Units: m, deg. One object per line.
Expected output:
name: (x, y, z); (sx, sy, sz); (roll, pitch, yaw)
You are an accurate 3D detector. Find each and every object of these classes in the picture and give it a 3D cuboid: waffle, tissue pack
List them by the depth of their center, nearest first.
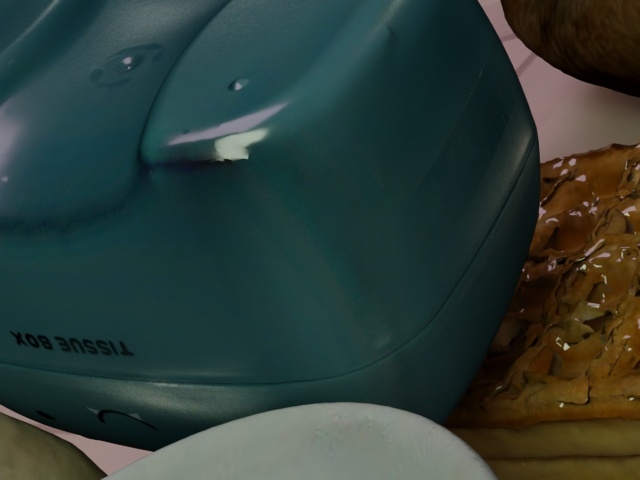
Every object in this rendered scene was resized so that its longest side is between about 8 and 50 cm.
tissue pack: (-0.051, -0.010, 0.634); (0.287, 0.206, 0.198); (2, 42, 33)
waffle: (0.173, 0.029, 0.640); (0.308, 0.091, 0.213); (-14, 29, 48)

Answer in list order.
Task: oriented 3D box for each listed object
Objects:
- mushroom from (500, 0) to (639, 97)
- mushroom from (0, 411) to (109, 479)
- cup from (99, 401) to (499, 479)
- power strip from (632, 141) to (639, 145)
mushroom: (0.188, -0.245, 0.914); (0.331, 0.356, 0.334); (-54, -13, -79)
mushroom: (-0.202, 0.185, 0.692); (0.260, 0.254, 0.234); (2, 18, -23)
cup: (-0.049, 0.225, 0.442); (0.347, 0.163, 0.347); (-31, 20, 13)
power strip: (0.216, -0.042, 0.796); (0.178, 0.049, 0.028); (-24, 29, 30)
